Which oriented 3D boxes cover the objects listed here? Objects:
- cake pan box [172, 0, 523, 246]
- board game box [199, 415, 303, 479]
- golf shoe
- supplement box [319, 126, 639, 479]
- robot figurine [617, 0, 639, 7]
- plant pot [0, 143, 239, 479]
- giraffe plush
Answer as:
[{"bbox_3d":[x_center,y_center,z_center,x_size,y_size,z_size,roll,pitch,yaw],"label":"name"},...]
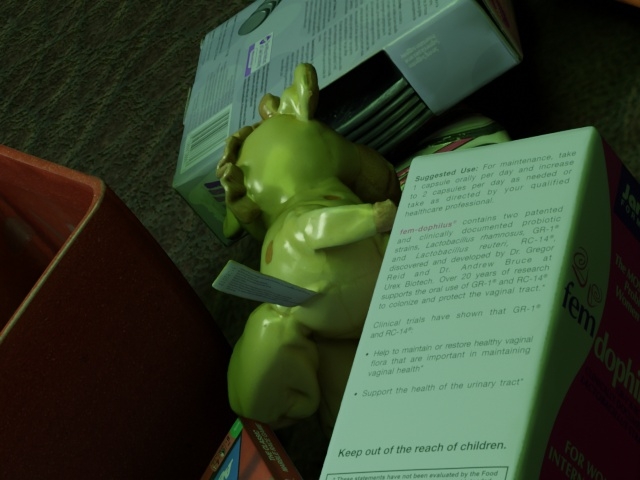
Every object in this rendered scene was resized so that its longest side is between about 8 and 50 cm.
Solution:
[{"bbox_3d":[0.018,-0.135,1.174,0.245,0.070,0.267,-34,24,18],"label":"cake pan box"},{"bbox_3d":[-0.079,0.253,0.937,0.281,0.027,0.145,-60,36,16],"label":"board game box"},{"bbox_3d":[0.052,-0.011,1.087,0.186,0.067,0.086,-48,40,-2],"label":"golf shoe"},{"bbox_3d":[0.090,0.070,0.802,0.114,0.111,0.220,-10,51,37],"label":"supplement box"},{"bbox_3d":[0.185,-0.223,1.078,0.219,0.128,0.158,25,63,36],"label":"robot figurine"},{"bbox_3d":[-0.195,0.113,1.065,0.267,0.236,0.267,19,71,52],"label":"plant pot"},{"bbox_3d":[0.000,0.000,1.003,0.181,0.210,0.170,-36,44,17],"label":"giraffe plush"}]
